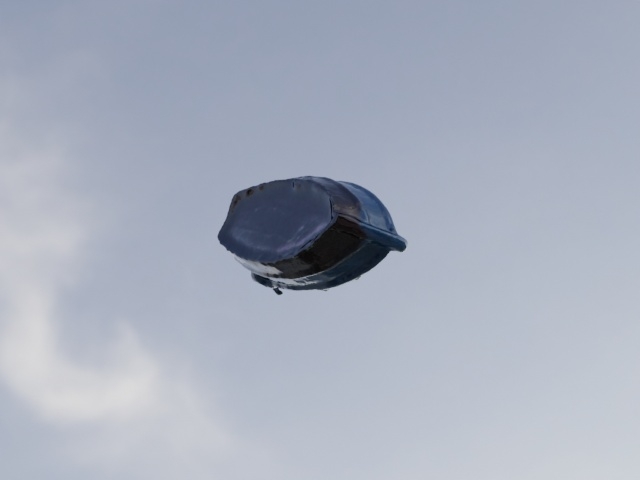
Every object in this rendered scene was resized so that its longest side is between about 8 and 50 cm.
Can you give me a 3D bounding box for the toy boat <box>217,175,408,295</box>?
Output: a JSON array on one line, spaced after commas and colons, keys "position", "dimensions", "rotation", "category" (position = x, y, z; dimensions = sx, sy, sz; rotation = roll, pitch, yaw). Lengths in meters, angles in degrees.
[{"position": [0.000, 0.000, 1.222], "dimensions": [0.097, 0.100, 0.223], "rotation": [22, -9, -29], "category": "toy boat"}]
